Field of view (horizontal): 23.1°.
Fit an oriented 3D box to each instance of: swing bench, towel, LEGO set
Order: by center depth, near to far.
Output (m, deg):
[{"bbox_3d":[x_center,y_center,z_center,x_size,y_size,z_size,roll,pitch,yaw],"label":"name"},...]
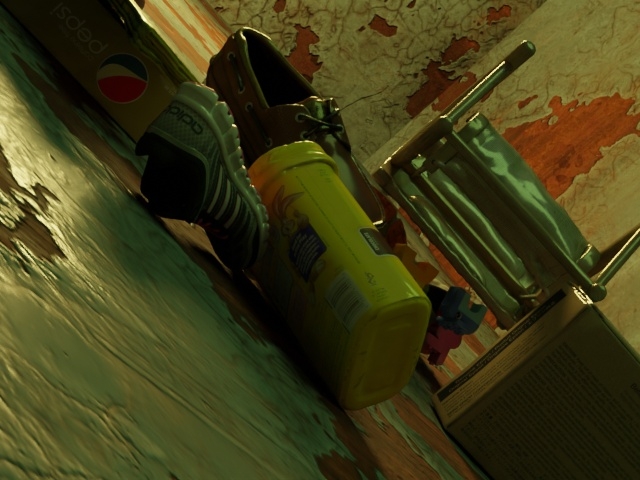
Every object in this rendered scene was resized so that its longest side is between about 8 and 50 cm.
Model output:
[{"bbox_3d":[-0.170,-0.201,1.231,0.237,0.021,0.102,51,1,35],"label":"towel"},{"bbox_3d":[0.094,0.074,1.711,0.227,0.093,0.087,37,-18,-28],"label":"LEGO set"},{"bbox_3d":[0.204,-0.037,1.729,0.253,0.165,0.255,48,-30,-1],"label":"swing bench"}]

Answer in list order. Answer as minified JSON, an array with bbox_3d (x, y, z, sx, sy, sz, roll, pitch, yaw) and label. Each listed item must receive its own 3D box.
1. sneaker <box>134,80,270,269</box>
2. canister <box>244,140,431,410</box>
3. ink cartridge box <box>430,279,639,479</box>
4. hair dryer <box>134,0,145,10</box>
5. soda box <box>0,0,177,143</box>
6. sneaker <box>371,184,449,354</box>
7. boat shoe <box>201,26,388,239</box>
[{"bbox_3d":[-0.089,-0.032,1.115,0.063,0.075,0.170,32,-28,35],"label":"sneaker"},{"bbox_3d":[0.007,0.028,1.166,0.170,0.073,0.126,55,-32,35],"label":"canister"},{"bbox_3d":[0.261,0.190,1.593,0.234,0.193,0.088,47,6,-18],"label":"ink cartridge box"},{"bbox_3d":[-0.286,-0.345,1.612,0.293,0.080,0.223,49,5,-4],"label":"hair dryer"},{"bbox_3d":[-0.178,-0.156,1.251,0.181,0.058,0.061,46,6,-19],"label":"soda box"},{"bbox_3d":[0.060,0.020,1.817,0.262,0.099,0.121,54,-5,-25],"label":"sneaker"},{"bbox_3d":[-0.028,-0.108,1.669,0.111,0.104,0.307,-11,49,-45],"label":"boat shoe"}]
